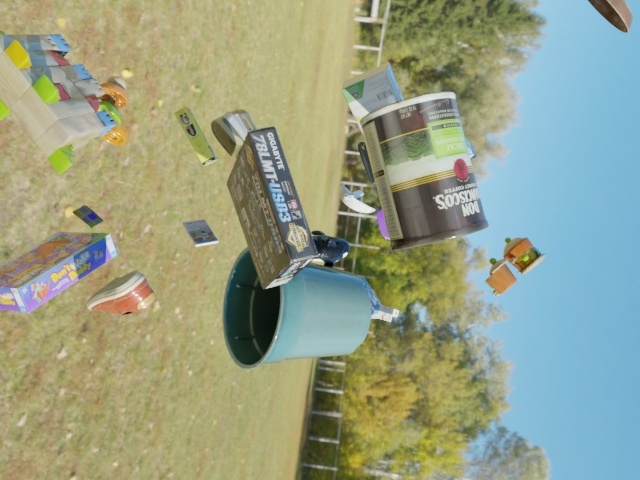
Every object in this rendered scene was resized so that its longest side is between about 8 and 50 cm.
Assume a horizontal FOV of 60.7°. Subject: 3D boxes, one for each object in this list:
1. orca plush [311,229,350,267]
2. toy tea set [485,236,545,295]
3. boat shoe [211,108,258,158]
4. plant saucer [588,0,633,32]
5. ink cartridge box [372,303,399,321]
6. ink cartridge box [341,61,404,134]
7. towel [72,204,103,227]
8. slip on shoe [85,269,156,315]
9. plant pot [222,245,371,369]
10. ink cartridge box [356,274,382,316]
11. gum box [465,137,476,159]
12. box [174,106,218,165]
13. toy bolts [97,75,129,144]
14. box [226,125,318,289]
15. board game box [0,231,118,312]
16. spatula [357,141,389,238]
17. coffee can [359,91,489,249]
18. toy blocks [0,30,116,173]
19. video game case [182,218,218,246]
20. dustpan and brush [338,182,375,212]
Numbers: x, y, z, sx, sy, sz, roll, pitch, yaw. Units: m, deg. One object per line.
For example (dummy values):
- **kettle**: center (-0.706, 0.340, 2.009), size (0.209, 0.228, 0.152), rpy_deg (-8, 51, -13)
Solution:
- **orca plush**: center (0.000, 0.000, 1.866), size (0.102, 0.287, 0.151), rpy_deg (-42, -142, 41)
- **toy tea set**: center (0.554, 0.065, 1.624), size (0.200, 0.124, 0.336), rpy_deg (-43, 164, 11)
- **boat shoe**: center (-0.160, -0.222, 1.468), size (0.103, 0.302, 0.113), rpy_deg (-40, -172, -26)
- **plant saucer**: center (0.607, -0.513, 1.162), size (0.029, 0.168, 0.168), rpy_deg (-44, -163, 25)
- **ink cartridge box**: center (0.227, 0.254, 1.899), size (0.048, 0.083, 0.028), rpy_deg (93, 15, -50)
- **ink cartridge box**: center (0.182, -0.419, 1.705), size (0.212, 0.154, 0.093), rpy_deg (60, 24, -26)
- **towel**: center (-0.738, -0.076, 1.731), size (0.083, 0.060, 0.009), rpy_deg (50, 26, -37)
- **slip on shoe**: center (-0.551, 0.161, 1.500), size (0.101, 0.331, 0.123), rpy_deg (55, 51, -16)
- **plant pot**: center (-0.058, 0.199, 1.569), size (0.341, 0.334, 0.341), rpy_deg (-20, -114, 52)
- **ink cartridge box**: center (0.178, 0.237, 2.305), size (0.208, 0.045, 0.206), rpy_deg (13, 42, -60)
- **gum box**: center (0.305, -0.248, 1.468), size (0.184, 0.157, 0.041), rpy_deg (30, 47, -43)
- **box**: center (-0.489, -0.410, 2.157), size (0.232, 0.058, 0.087), rpy_deg (62, 3, -8)
- **toy bolts**: center (-0.737, -0.446, 1.820), size (0.218, 0.228, 0.158), rpy_deg (90, 9, -66)
- **box**: center (-0.118, -0.059, 1.229), size (0.295, 0.073, 0.293), rpy_deg (70, -23, 10)
- **board game box**: center (-0.818, 0.082, 1.627), size (0.347, 0.233, 0.078), rpy_deg (-48, 134, -54)
- **spatula**: center (0.168, -0.147, 1.574), size (0.030, 0.084, 0.296), rpy_deg (136, -67, -75)
- **coffee can**: center (0.208, -0.136, 1.114), size (0.201, 0.201, 0.275), rpy_deg (-32, 108, -88)
- **toy blocks**: center (-0.682, -0.383, 1.415), size (0.381, 0.191, 0.261), rpy_deg (54, 24, -8)
- **video game case**: center (-0.426, -0.028, 1.933), size (0.122, 0.087, 0.011), rpy_deg (52, -44, 33)
- **dustpan and brush**: center (0.107, -0.143, 1.819), size (0.060, 0.147, 0.211), rpy_deg (-54, 168, 27)
